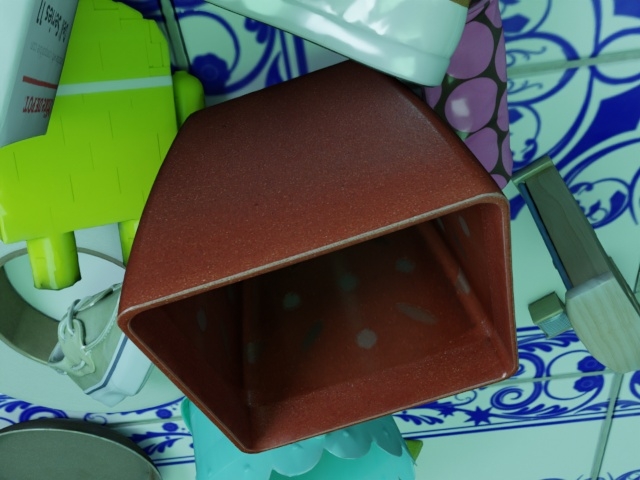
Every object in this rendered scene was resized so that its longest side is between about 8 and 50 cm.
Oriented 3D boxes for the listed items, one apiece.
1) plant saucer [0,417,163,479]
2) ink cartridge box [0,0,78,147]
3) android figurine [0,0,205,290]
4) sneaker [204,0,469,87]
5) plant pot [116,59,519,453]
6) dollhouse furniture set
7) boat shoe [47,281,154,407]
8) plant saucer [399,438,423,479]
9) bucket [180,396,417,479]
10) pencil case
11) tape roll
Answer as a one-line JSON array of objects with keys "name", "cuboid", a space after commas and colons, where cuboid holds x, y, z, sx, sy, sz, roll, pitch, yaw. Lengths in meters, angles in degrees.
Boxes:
[{"name": "plant saucer", "cuboid": [-0.398, 0.369, 1.071, 0.310, 0.050, 0.311, -1, 129, -1]}, {"name": "ink cartridge box", "cuboid": [-0.214, -0.176, 0.422, 0.119, 0.207, 0.354, 16, 97, -17]}, {"name": "android figurine", "cuboid": [-0.213, -0.099, 0.604, 0.248, 0.056, 0.273, -16, 109, -31]}, {"name": "sneaker", "cuboid": [-0.019, -0.228, 0.538, 0.290, 0.106, 0.123, 21, 111, 3]}, {"name": "plant pot", "cuboid": [0.000, 0.000, 0.604, 0.267, 0.236, 0.267, -18, 140, 4]}, {"name": "dollhouse furniture set", "cuboid": [0.199, 0.109, 0.782, 0.303, 0.198, 0.286, -30, 125, 22]}, {"name": "boat shoe", "cuboid": [-0.216, 0.101, 0.683, 0.094, 0.109, 0.302, 25, 145, -15]}, {"name": "plant saucer", "cuboid": [0.056, 0.391, 1.112, 0.188, 0.045, 0.188, 8, 129, -9]}, {"name": "bucket", "cuboid": [-0.036, 0.250, 0.857, 0.281, 0.183, 0.281, -14, 143, -11]}, {"name": "pencil case", "cuboid": [0.128, -0.132, 0.641, 0.098, 0.095, 0.209, -24, 126, -8]}, {"name": "tape roll", "cuboid": [-0.282, 0.061, 0.803, 0.391, 0.072, 0.392, -1, 131, -1]}]
